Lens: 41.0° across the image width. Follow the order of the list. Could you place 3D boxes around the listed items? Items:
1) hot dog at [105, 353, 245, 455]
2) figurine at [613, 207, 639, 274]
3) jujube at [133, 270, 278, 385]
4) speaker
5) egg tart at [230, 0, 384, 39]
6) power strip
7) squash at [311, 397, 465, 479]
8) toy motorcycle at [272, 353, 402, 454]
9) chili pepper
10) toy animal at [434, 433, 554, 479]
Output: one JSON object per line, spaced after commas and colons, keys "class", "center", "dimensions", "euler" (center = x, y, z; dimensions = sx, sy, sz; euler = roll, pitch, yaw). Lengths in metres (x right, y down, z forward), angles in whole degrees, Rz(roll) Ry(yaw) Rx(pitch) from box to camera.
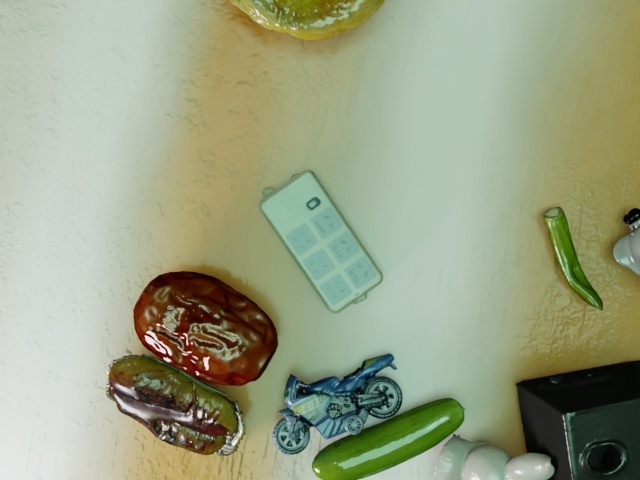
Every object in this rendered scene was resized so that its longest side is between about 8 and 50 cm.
{"class": "hot dog", "center": [-0.258, 0.294, 1.506], "dimensions": [0.270, 0.082, 0.163], "euler": [29, 131, -7]}
{"class": "figurine", "center": [0.604, 0.025, 1.510], "dimensions": [0.147, 0.126, 0.192], "euler": [-33, 77, 10]}
{"class": "jujube", "center": [-0.197, 0.150, 1.476], "dimensions": [0.250, 0.174, 0.174], "euler": [25, 92, 4]}
{"class": "speaker", "center": [0.499, 0.320, 1.460], "dimensions": [0.253, 0.232, 0.184], "euler": [-9, 95, -6]}
{"class": "egg tart", "center": [-0.021, -0.486, 1.467], "dimensions": [0.318, 0.128, 0.319], "euler": [0, 91, -1]}
{"class": "power strip", "center": [0.000, 0.000, 1.534], "dimensions": [0.118, 0.046, 0.270], "euler": [-34, 92, 1]}
{"class": "squash", "center": [0.124, 0.363, 1.537], "dimensions": [0.292, 0.082, 0.082], "euler": [-23, 93, 0]}
{"class": "toy motorcycle", "center": [0.024, 0.282, 1.530], "dimensions": [0.254, 0.092, 0.136], "euler": [-19, 84, -9]}
{"class": "chili pepper", "center": [0.450, 0.036, 1.540], "dimensions": [0.050, 0.052, 0.202], "euler": [-22, 96, 30]}
{"class": "toy animal", "center": [0.323, 0.412, 1.495], "dimensions": [0.220, 0.130, 0.104], "euler": [7, 74, 36]}
